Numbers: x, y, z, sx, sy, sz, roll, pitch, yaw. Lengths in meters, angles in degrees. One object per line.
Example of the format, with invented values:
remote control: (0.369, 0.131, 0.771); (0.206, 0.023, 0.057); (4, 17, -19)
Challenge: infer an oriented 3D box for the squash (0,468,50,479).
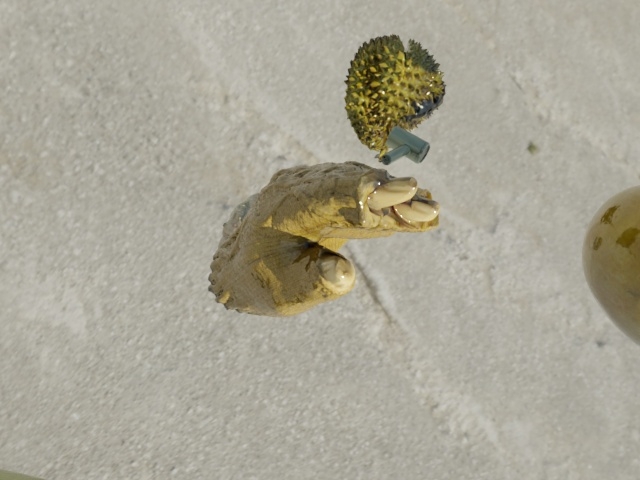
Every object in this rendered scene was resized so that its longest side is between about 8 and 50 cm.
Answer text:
squash: (-0.424, 0.359, 1.065); (0.132, 0.247, 0.132); (-15, 107, -59)

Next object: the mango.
mango: (0.446, 0.040, 1.034); (0.221, 0.199, 0.384); (54, 12, 30)

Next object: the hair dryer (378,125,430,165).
hair dryer: (0.114, -0.135, 1.251); (0.063, 0.038, 0.124); (32, 34, 18)

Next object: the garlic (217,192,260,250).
garlic: (-0.097, 0.008, 1.790); (0.212, 0.219, 0.218); (23, 40, 22)

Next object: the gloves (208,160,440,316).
gloves: (-0.015, -0.008, 1.013); (0.155, 0.356, 0.203); (50, 46, -20)

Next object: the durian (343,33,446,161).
durian: (0.148, -0.258, 1.526); (0.193, 0.137, 0.237); (-22, 118, -46)
